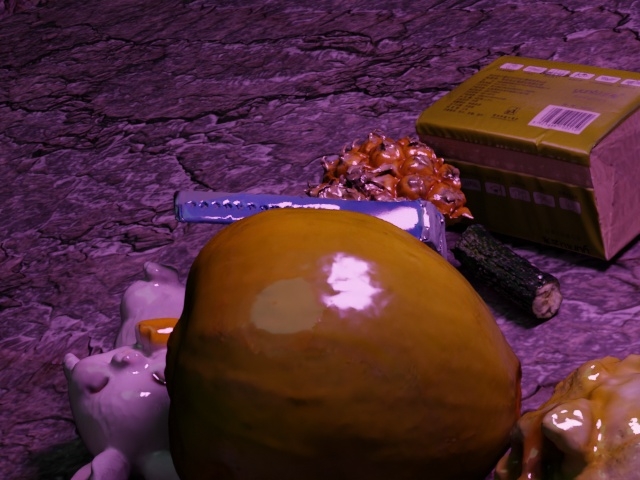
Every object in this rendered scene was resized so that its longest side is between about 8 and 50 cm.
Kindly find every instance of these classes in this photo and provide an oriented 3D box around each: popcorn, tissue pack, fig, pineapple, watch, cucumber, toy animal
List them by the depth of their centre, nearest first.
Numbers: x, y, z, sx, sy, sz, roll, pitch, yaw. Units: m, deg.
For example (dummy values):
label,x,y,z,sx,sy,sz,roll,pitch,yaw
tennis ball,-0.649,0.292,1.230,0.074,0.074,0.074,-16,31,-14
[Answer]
label,x,y,z,sx,sy,sz,roll,pitch,yaw
popcorn,0.273,0.202,1.352,0.255,0.195,0.256,-22,29,-6
fig,0.021,0.131,1.485,0.343,0.343,0.343,-12,29,7
toy animal,-0.175,0.169,1.701,0.208,0.154,0.325,2,49,-10
watch,0.003,-0.006,1.812,0.274,0.276,0.068,-6,64,14
cucumber,0.214,0.037,1.825,0.058,0.058,0.187,-24,28,-14
pineapple,0.044,-0.075,1.918,0.164,0.140,0.249,13,-18,-36
tissue pack,0.289,-0.109,1.926,0.200,0.167,0.274,-35,32,-32
